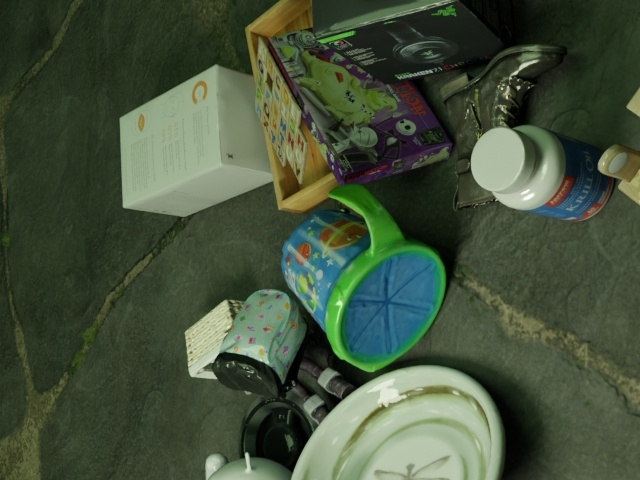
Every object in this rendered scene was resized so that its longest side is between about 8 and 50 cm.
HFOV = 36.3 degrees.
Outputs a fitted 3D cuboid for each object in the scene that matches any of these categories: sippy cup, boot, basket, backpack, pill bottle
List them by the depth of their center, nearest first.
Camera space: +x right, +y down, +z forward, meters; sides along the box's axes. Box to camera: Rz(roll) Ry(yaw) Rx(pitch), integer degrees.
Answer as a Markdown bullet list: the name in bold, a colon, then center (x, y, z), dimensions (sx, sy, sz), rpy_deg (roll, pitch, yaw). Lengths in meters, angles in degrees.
- **pill bottle**: center (0.321, -0.100, 1.424), dimensions (0.124, 0.222, 0.124), rpy_deg (-8, 79, 45)
- **boot**: center (0.304, -0.174, 1.564), dimensions (0.263, 0.091, 0.228), rpy_deg (-22, 73, 47)
- **sippy cup**: center (0.055, 0.062, 1.663), dimensions (0.224, 0.240, 0.305), rpy_deg (37, 104, 45)
- **backpack**: center (-0.097, 0.179, 1.737), dimensions (0.152, 0.115, 0.182), rpy_deg (12, 55, 27)
- **basket**: center (-0.185, 0.201, 1.975), dimensions (0.167, 0.113, 0.103), rpy_deg (-37, 56, 36)

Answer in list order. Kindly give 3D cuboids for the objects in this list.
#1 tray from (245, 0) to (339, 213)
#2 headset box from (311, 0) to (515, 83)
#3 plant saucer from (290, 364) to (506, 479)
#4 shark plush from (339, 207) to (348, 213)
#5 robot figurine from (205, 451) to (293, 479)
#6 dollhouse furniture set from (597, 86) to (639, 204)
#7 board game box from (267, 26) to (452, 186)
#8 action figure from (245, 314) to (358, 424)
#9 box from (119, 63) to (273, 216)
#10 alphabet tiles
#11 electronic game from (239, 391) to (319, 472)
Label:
- **tray**: center (-0.026, -0.281, 1.910), dimensions (0.203, 0.076, 0.410), rpy_deg (-28, 64, 40)
- **headset box**: center (0.148, -0.372, 1.558), dimensions (0.247, 0.283, 0.131), rpy_deg (-8, 78, 27)
- **plant saucer**: center (0.132, 0.390, 1.565), dimensions (0.401, 0.100, 0.400), rpy_deg (-28, 35, 21)
- **shark plush**: center (0.000, 0.000, 1.859), dimensions (0.161, 0.073, 0.067), rpy_deg (-25, 97, 36)
- **robot figurine**: center (-0.128, 0.525, 1.756), dimensions (0.300, 0.200, 0.353), rpy_deg (49, 146, 30)
- **dollhouse furniture set**: center (0.567, -0.095, 1.210), dimensions (0.355, 0.174, 0.303), rpy_deg (49, 118, 38)
- **board game box**: center (0.063, -0.256, 1.732), dimensions (0.056, 0.208, 0.346), rpy_deg (103, 146, -52)
- **action figure**: center (-0.057, 0.235, 1.818), dimensions (0.185, 0.099, 0.285), rpy_deg (-48, 61, -3)
- **box**: center (-0.259, -0.200, 2.066), dimensions (0.345, 0.168, 0.214), rpy_deg (-17, 72, 43)
- **alphabet tiles**: center (-0.075, -0.229, 1.818), dimensions (0.198, 0.009, 0.237), rpy_deg (100, 149, -54)
- **electronic game**: center (-0.069, 0.395, 1.871), dimensions (0.229, 0.048, 0.229), rpy_deg (-6, 81, 37)
